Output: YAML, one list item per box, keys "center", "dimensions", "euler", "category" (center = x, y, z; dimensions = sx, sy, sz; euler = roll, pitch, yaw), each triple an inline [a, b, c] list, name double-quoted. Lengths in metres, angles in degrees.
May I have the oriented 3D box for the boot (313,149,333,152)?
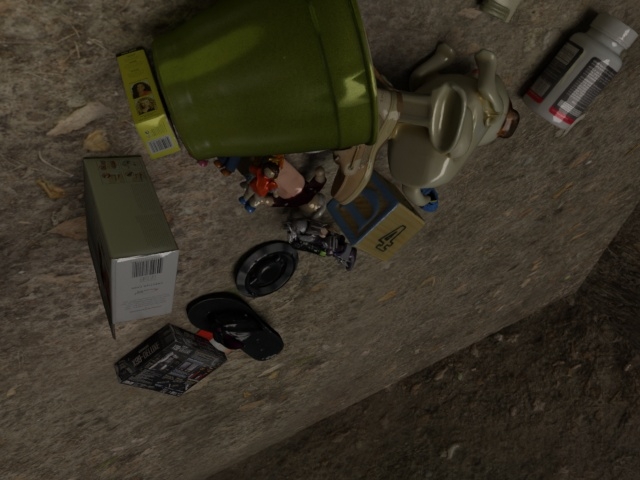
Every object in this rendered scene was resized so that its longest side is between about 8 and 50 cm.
- center: [0.058, -0.255, 1.338]
  dimensions: [0.258, 0.095, 0.124]
  euler: [-21, 137, -18]
  category: "boot"

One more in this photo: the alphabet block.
- center: [0.174, -0.080, 1.563]
  dimensions: [0.193, 0.192, 0.197]
  euler: [-43, 145, 17]
  category: "alphabet block"

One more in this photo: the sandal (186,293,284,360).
- center: [-0.269, 0.317, 1.721]
  dimensions: [0.167, 0.107, 0.445]
  euler: [-40, 133, 9]
  category: "sandal"

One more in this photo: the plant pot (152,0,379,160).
- center: [-0.112, -0.312, 0.957]
  dimensions: [0.352, 0.367, 0.367]
  euler: [-17, 144, -2]
  category: "plant pot"

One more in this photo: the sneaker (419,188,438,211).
- center: [0.380, -0.140, 1.746]
  dimensions: [0.069, 0.082, 0.209]
  euler: [-38, 146, 5]
  category: "sneaker"

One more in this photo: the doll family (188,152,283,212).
- center: [-0.173, -0.207, 1.157]
  dimensions: [0.163, 0.263, 0.118]
  euler: [-49, 177, 35]
  category: "doll family"

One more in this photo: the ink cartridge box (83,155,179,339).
- center: [-0.427, 0.014, 1.101]
  dimensions: [0.130, 0.310, 0.272]
  euler: [-9, 140, -30]
  category: "ink cartridge box"

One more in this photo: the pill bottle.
- center: [0.793, -0.517, 1.526]
  dimensions: [0.176, 0.176, 0.319]
  euler: [4, 131, -41]
  category: "pill bottle"

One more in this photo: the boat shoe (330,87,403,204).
- center: [0.082, -0.232, 1.232]
  dimensions: [0.110, 0.122, 0.341]
  euler: [10, 134, -17]
  category: "boat shoe"

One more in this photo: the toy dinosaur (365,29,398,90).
- center: [0.092, -0.423, 1.142]
  dimensions: [0.211, 0.112, 0.064]
  euler: [40, 129, -18]
  category: "toy dinosaur"

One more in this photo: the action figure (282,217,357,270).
- center: [0.000, 0.000, 1.499]
  dimensions: [0.285, 0.185, 0.099]
  euler: [26, 88, -48]
  category: "action figure"

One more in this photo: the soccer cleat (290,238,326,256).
- center: [-0.015, 0.019, 1.634]
  dimensions: [0.178, 0.072, 0.060]
  euler: [3, 132, -40]
  category: "soccer cleat"

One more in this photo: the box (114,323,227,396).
- center: [-0.511, 0.427, 1.737]
  dimensions: [0.242, 0.077, 0.307]
  euler: [-37, 145, 6]
  category: "box"

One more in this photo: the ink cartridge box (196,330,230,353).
- center: [-0.333, 0.331, 1.791]
  dimensions: [0.145, 0.045, 0.179]
  euler: [-38, 147, 6]
  category: "ink cartridge box"

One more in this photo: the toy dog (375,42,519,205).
- center: [0.364, -0.314, 1.318]
  dimensions: [0.407, 0.284, 0.396]
  euler: [-32, 120, -36]
  category: "toy dog"

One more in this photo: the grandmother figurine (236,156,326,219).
- center: [-0.076, -0.151, 1.370]
  dimensions: [0.207, 0.104, 0.342]
  euler: [-14, 154, 22]
  category: "grandmother figurine"

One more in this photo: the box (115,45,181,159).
- center: [-0.319, -0.258, 0.919]
  dimensions: [0.058, 0.232, 0.087]
  euler: [-22, 145, -9]
  category: "box"

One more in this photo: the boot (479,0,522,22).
- center: [0.513, -0.634, 1.254]
  dimensions: [0.213, 0.077, 0.165]
  euler: [-3, 135, -28]
  category: "boot"

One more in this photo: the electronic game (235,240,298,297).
- center: [-0.172, 0.097, 1.626]
  dimensions: [0.229, 0.048, 0.229]
  euler: [-24, 139, -23]
  category: "electronic game"
